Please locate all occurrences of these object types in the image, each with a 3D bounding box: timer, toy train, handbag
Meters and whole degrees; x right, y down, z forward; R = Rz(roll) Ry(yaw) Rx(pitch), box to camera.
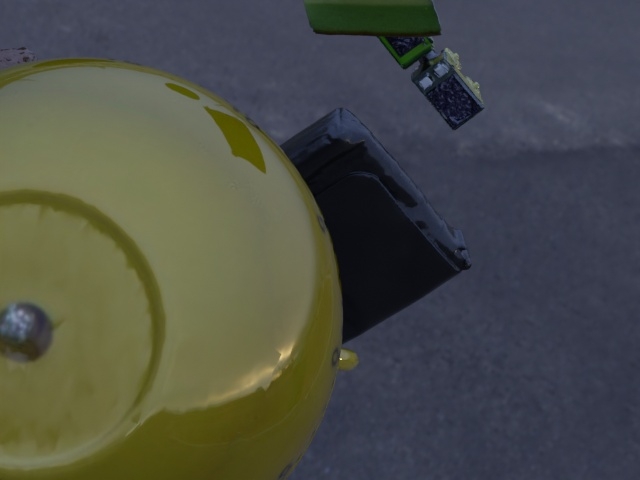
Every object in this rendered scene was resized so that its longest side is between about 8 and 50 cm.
[{"bbox_3d":[-0.155,0.047,0.899,0.376,0.376,0.387,26,-1,2],"label":"timer"},{"bbox_3d":[0.119,-0.214,1.514,0.202,0.060,0.081,48,18,-19],"label":"toy train"},{"bbox_3d":[0.000,0.000,1.341,0.223,0.247,0.080,47,24,-26],"label":"handbag"}]

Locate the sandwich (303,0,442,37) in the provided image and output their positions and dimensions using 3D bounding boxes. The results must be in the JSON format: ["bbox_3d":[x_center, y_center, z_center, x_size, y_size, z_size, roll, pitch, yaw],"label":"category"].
[{"bbox_3d":[0.049,-0.193,0.930,0.116,0.074,0.074,9,40,37],"label":"sandwich"}]

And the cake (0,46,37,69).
[{"bbox_3d":[-0.333,-0.092,1.240,0.135,0.147,0.134,-15,80,-37],"label":"cake"}]
